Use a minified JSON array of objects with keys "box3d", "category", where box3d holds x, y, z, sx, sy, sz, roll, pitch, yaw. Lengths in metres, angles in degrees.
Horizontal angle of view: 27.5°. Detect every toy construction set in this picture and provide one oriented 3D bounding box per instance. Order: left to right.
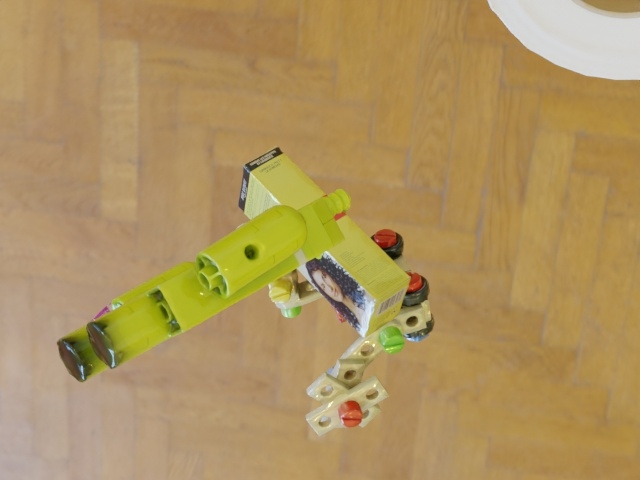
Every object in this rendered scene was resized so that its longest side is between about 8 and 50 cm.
[{"box3d":[0.023,0.083,1.682,0.215,0.327,0.151,-17,141,-7],"category":"toy construction set"}]

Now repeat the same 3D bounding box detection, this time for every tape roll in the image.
[{"box3d":[0.285,-0.294,1.215,0.286,0.100,0.286,9,129,11],"category":"tape roll"}]

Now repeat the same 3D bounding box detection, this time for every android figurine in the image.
[{"box3d":[-0.089,0.031,1.114,0.056,0.273,0.248,60,152,-2],"category":"android figurine"}]

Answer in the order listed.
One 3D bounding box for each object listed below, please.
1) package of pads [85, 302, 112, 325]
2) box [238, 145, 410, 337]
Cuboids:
[{"box3d":[-0.217,0.093,1.327,0.032,0.083,0.050,44,77,3],"category":"package of pads"},{"box3d":[0.000,0.000,1.506,0.232,0.058,0.087,46,150,23],"category":"box"}]
